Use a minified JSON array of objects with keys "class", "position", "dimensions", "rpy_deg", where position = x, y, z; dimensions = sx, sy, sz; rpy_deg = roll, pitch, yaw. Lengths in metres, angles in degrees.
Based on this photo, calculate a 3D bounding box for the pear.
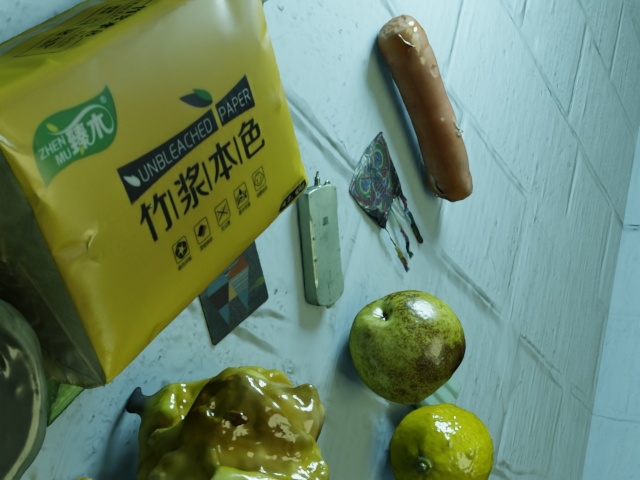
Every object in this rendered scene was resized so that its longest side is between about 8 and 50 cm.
[{"class":"pear","position":[0.143,0.175,1.473],"dimensions":[0.197,0.197,0.197],"rpy_deg":[-8,100,-56]}]

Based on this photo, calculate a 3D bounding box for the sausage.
[{"class":"sausage","position":[0.207,-0.232,1.611],"dimensions":[0.094,0.094,0.419],"rpy_deg":[-41,130,-19]}]

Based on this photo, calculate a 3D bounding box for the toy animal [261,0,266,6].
[{"class":"toy animal","position":[-0.106,-0.327,1.081],"dimensions":[0.140,0.138,0.282],"rpy_deg":[28,60,-16]}]

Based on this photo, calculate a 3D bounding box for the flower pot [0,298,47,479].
[{"class":"flower pot","position":[-0.354,0.132,0.700],"dimensions":[0.246,0.195,0.246],"rpy_deg":[-6,98,-55]}]

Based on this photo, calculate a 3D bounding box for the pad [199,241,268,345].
[{"class":"pad","position":[-0.133,0.023,1.199],"dimensions":[0.143,0.003,0.211],"rpy_deg":[-41,126,-48]}]

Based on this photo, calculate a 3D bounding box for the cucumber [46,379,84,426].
[{"class":"cucumber","position":[-0.245,0.088,0.974],"dimensions":[0.244,0.063,0.115],"rpy_deg":[-47,169,-47]}]

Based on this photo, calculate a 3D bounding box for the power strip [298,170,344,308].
[{"class":"power strip","position":[0.000,0.000,1.376],"dimensions":[0.080,0.029,0.227],"rpy_deg":[-21,111,-52]}]

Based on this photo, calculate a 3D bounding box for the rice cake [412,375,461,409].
[{"class":"rice cake","position":[0.219,0.289,1.722],"dimensions":[0.237,0.043,0.127],"rpy_deg":[53,51,-45]}]

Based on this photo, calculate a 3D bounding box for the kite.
[{"class":"kite","position":[0.135,-0.058,1.587],"dimensions":[0.152,0.015,0.285],"rpy_deg":[-62,140,-32]}]

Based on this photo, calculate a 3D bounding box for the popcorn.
[{"class":"popcorn","position":[-0.118,0.266,1.042],"dimensions":[0.297,0.281,0.316],"rpy_deg":[-55,175,-46]}]

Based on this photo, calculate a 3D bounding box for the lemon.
[{"class":"lemon","position":[0.229,0.405,1.614],"dimensions":[0.231,0.192,0.192],"rpy_deg":[-2,94,-60]}]

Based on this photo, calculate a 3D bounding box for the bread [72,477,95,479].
[{"class":"bread","position":[-0.283,0.319,0.963],"dimensions":[0.110,0.044,0.083],"rpy_deg":[-18,109,-57]}]

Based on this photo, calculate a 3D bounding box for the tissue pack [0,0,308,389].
[{"class":"tissue pack","position":[-0.209,-0.085,0.871],"dimensions":[0.382,0.228,0.293],"rpy_deg":[-46,132,-43]}]
